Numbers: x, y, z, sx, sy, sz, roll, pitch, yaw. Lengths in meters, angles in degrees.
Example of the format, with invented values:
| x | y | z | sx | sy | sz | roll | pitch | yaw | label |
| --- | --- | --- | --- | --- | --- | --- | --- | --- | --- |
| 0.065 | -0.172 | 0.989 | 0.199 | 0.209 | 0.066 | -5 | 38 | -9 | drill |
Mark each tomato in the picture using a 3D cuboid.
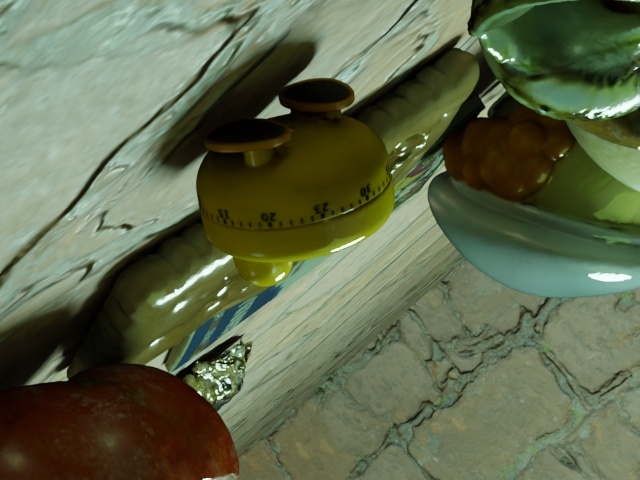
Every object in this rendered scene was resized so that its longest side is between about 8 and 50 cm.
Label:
| x | y | z | sx | sy | sz | roll | pitch | yaw | label |
| --- | --- | --- | --- | --- | --- | --- | --- | --- | --- |
| -0.172 | 0.141 | 1.001 | 0.236 | 0.095 | 0.237 | -18 | 170 | -3 | tomato |

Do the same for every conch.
| x | y | z | sx | sy | sz | roll | pitch | yaw | label |
| --- | --- | --- | --- | --- | --- | --- | --- | --- | --- |
| 0.147 | -0.143 | 0.881 | 0.187 | 0.124 | 0.181 | 1 | 160 | -35 | conch |

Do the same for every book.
| x | y | z | sx | sy | sz | roll | pitch | yaw | label |
| --- | --- | --- | --- | --- | --- | --- | --- | --- | --- |
| 0.000 | 0.000 | 1.421 | 0.322 | 0.018 | 0.228 | -37 | 173 | -20 | book |

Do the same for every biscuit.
| x | y | z | sx | sy | sz | roll | pitch | yaw | label |
| --- | --- | --- | --- | --- | --- | --- | --- | --- | --- |
| -0.031 | -0.008 | 1.110 | 0.325 | 0.044 | 0.217 | -35 | 170 | -30 | biscuit |

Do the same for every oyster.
| x | y | z | sx | sy | sz | roll | pitch | yaw | label |
| --- | --- | --- | --- | --- | --- | --- | --- | --- | --- |
| -0.113 | 0.151 | 1.667 | 0.103 | 0.051 | 0.148 | -49 | 160 | 20 | oyster |

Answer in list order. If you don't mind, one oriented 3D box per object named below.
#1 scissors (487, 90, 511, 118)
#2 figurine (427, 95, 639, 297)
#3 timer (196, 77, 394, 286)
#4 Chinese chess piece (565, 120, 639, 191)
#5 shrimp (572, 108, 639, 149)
| x | y | z | sx | sy | sz | roll | pitch | yaw | label |
| --- | --- | --- | --- | --- | --- | --- | --- | --- | --- |
| 0.262 | -0.200 | 1.407 | 0.289 | 0.041 | 0.138 | -41 | 177 | 10 | scissors |
| 0.273 | -0.097 | 1.297 | 0.382 | 0.205 | 0.224 | -41 | 173 | 16 | figurine |
| -0.013 | -0.019 | 0.842 | 0.107 | 0.109 | 0.107 | -8 | -155 | 4 | timer |
| 0.285 | -0.147 | 1.131 | 0.250 | 0.101 | 0.250 | -18 | 127 | -27 | Chinese chess piece |
| 0.250 | -0.146 | 0.971 | 0.296 | 0.169 | 0.058 | -20 | -153 | 37 | shrimp |
